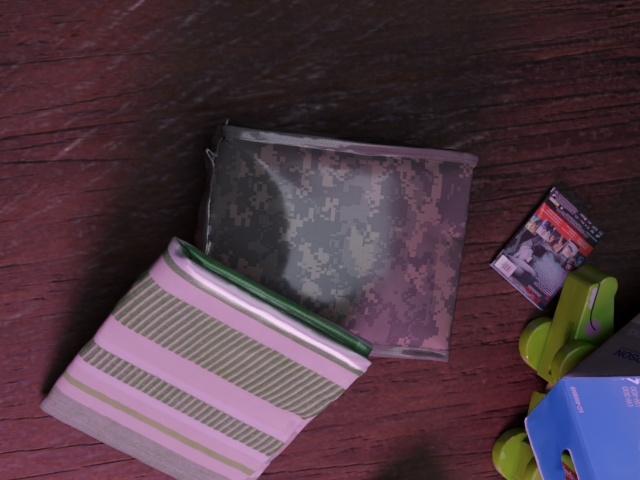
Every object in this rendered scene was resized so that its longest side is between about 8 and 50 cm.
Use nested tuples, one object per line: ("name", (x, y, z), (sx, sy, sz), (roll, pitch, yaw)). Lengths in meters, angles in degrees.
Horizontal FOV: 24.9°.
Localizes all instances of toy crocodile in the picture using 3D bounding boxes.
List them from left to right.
("toy crocodile", (0.282, 0.197, 1.670), (0.105, 0.115, 0.341), (11, 95, -20))

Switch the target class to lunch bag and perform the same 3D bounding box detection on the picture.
("lunch bag", (0.000, 0.000, 1.558), (0.287, 0.169, 0.235), (6, 95, -18))

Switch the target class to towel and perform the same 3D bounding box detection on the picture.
("towel", (-0.123, 0.144, 1.503), (0.247, 0.325, 0.038), (29, 45, -13))

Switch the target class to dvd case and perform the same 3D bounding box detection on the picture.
("dvd case", (0.266, 0.010, 1.698), (0.087, 0.013, 0.119), (40, 85, -13))

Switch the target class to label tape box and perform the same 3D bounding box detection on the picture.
("label tape box", (0.405, 0.205, 1.621), (0.347, 0.115, 0.249), (-36, 120, -27))
